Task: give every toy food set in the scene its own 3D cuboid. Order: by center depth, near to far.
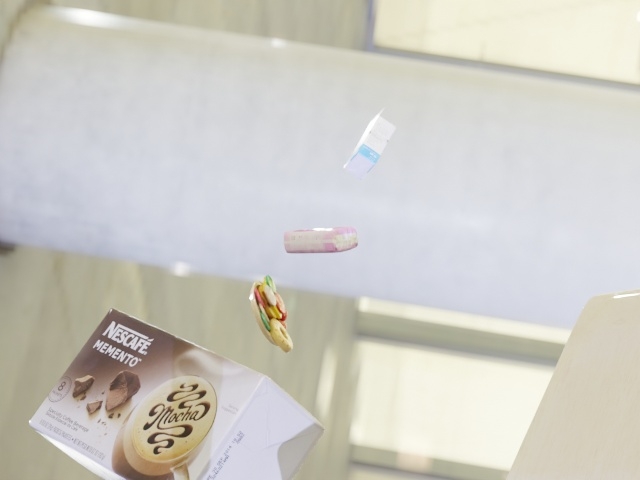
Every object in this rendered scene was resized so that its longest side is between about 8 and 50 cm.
[{"bbox_3d":[0.302,0.150,1.528,0.092,0.220,0.306,54,47,-28],"label":"toy food set"},{"bbox_3d":[-0.055,0.081,2.014,0.082,0.020,0.083,60,16,-25],"label":"toy food set"}]

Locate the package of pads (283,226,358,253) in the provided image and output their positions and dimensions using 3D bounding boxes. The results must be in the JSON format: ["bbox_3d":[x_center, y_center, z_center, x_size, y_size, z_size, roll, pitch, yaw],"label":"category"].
[{"bbox_3d":[0.000,0.000,2.254,0.050,0.083,0.032,-6,93,-53],"label":"package of pads"}]

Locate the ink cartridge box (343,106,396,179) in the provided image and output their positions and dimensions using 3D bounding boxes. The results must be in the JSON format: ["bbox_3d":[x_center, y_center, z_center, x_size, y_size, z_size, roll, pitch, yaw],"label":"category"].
[{"bbox_3d":[0.066,-0.122,2.256,0.083,0.028,0.048,-60,-172,-32],"label":"ink cartridge box"}]

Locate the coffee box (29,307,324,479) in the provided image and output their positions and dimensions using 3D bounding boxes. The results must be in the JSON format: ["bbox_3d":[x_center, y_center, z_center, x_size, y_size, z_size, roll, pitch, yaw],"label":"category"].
[{"bbox_3d":[-0.161,0.202,1.954,0.168,0.297,0.119,-55,130,-13],"label":"coffee box"}]
